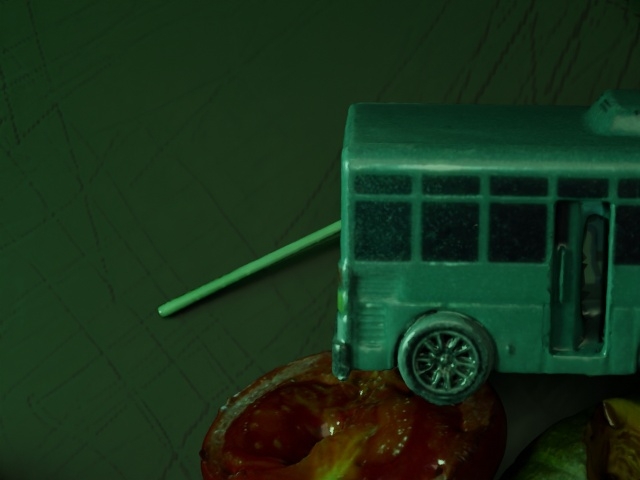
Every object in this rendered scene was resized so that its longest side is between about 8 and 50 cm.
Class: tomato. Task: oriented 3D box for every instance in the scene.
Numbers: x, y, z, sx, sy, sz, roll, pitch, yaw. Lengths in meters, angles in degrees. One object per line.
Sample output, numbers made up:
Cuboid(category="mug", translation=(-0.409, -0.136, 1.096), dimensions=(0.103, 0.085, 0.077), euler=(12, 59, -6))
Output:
Cuboid(category="tomato", translation=(0.025, 0.127, 0.975), dimensions=(0.159, 0.139, 0.091), euler=(-6, 122, 21))

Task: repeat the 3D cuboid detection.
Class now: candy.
Cuboid(category="candy", translation=(0.000, 0.000, 1.037), dimensions=(0.202, 0.061, 0.061), euler=(-26, 80, 7))

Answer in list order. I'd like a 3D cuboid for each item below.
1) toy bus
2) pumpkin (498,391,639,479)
Cuboid(category="toy bus", translation=(0.135, -0.001, 0.941), dimensions=(0.256, 0.128, 0.147), euler=(0, 107, 3))
Cuboid(category="pumpkin", translation=(0.187, 0.186, 0.931), dimensions=(0.238, 0.159, 0.238), euler=(-7, 62, 14))
